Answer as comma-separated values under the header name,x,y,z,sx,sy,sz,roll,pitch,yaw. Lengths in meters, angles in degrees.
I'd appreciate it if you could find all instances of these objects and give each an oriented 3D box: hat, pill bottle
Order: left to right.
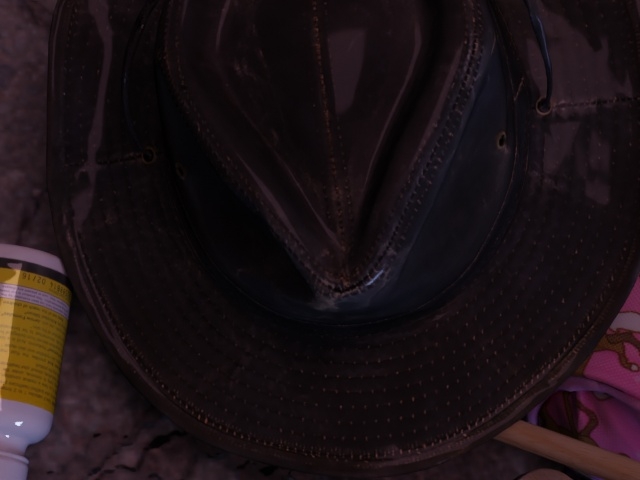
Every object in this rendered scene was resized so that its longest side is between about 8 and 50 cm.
name,x,y,z,sx,sy,sz,roll,pitch,yaw
pill bottle,-0.161,0.065,0.634,0.065,0.065,0.116,9,70,-15
hat,0.011,-0.054,0.570,0.331,0.134,0.331,0,88,2

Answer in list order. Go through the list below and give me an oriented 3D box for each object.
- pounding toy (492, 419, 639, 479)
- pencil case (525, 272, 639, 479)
name,x,y,z,sx,sy,sz,roll,pitch,yaw
pounding toy,0.102,0.191,0.627,0.269,0.155,0.154,47,61,1
pencil case,0.264,-0.016,0.747,0.160,0.167,0.386,23,65,20
